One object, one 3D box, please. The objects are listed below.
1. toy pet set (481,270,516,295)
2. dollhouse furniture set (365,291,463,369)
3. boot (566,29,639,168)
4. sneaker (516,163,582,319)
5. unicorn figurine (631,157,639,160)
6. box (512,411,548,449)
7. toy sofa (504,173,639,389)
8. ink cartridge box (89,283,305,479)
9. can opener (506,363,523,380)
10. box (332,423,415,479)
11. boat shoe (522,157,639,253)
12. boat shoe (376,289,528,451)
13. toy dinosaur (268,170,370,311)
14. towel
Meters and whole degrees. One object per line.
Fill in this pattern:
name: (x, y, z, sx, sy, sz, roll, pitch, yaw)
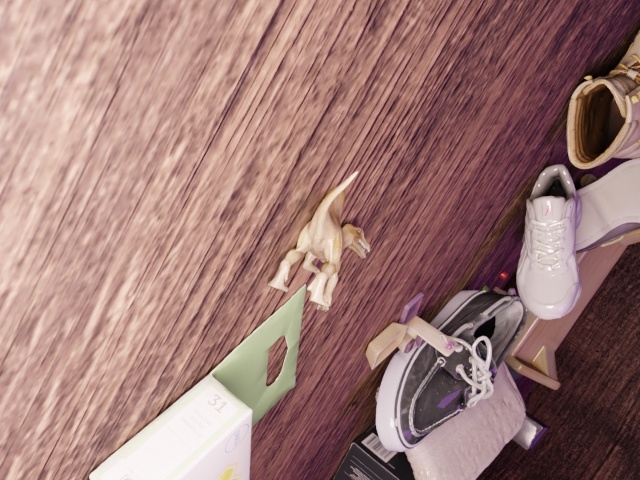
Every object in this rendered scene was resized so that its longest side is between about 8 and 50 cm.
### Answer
toy pet set: (0.278, 0.125, 1.390, 0.122, 0.065, 0.114, -27, 146, -50)
dollhouse furniture set: (0.110, 0.140, 1.030, 0.114, 0.081, 0.091, -36, 152, -40)
boot: (0.417, -0.221, 1.129, 0.203, 0.095, 0.262, -16, 132, -50)
sneaker: (0.310, -0.006, 1.184, 0.115, 0.090, 0.232, 61, 32, -51)
unicorn figurine: (0.658, -0.203, 1.731, 0.111, 0.060, 0.161, -9, 115, -61)
box: (0.369, 0.347, 1.760, 0.056, 0.183, 0.231, -55, 158, 0)
toy sofa: (0.423, 0.067, 1.544, 0.150, 0.177, 0.362, 27, 99, -44)
ink cartridge box: (-0.077, 0.166, 0.713, 0.235, 0.056, 0.171, -38, 153, -32)
can opener: (0.442, 0.152, 1.740, 0.283, 0.095, 0.076, -55, 160, 1)
box: (0.135, 0.418, 1.257, 0.103, 0.261, 0.184, -21, 142, -56)
boat shoe: (0.452, -0.050, 1.362, 0.305, 0.109, 0.091, -20, 171, -22)
boat shoe: (0.185, 0.167, 1.136, 0.306, 0.105, 0.113, -36, 114, -45)
toy dinosaur: (0.000, 0.000, 0.651, 0.183, 0.053, 0.092, 59, 53, -75)
towel: (0.193, 0.238, 1.244, 0.049, 0.187, 0.282, -27, 180, 42)
